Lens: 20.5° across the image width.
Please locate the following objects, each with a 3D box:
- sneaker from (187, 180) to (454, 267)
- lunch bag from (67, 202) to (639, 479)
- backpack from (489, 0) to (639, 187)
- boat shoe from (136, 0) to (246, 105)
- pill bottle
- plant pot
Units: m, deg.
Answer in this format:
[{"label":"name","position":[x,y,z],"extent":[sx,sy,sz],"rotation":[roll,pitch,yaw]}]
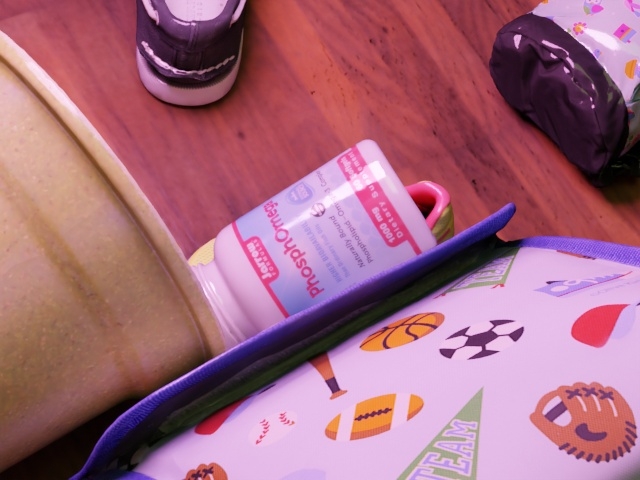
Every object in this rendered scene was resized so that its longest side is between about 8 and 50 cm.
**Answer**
[{"label":"sneaker","position":[0.000,0.000,1.226],"extent":[0.208,0.094,0.081],"rotation":[-15,61,-17]},{"label":"lunch bag","position":[0.060,0.139,1.015],"extent":[0.327,0.239,0.385],"rotation":[-28,21,-25]},{"label":"backpack","position":[0.239,-0.146,1.346],"extent":[0.182,0.115,0.152],"rotation":[-30,67,-22]},{"label":"boat shoe","position":[-0.097,-0.249,1.378],"extent":[0.114,0.091,0.303],"rotation":[-2,57,-11]},{"label":"pill bottle","position":[-0.012,0.010,1.145],"extent":[0.160,0.087,0.087],"rotation":[-33,64,2]},{"label":"plant pot","position":[-0.240,0.047,1.080],"extent":[0.254,0.276,0.276],"rotation":[-38,69,-15]}]
